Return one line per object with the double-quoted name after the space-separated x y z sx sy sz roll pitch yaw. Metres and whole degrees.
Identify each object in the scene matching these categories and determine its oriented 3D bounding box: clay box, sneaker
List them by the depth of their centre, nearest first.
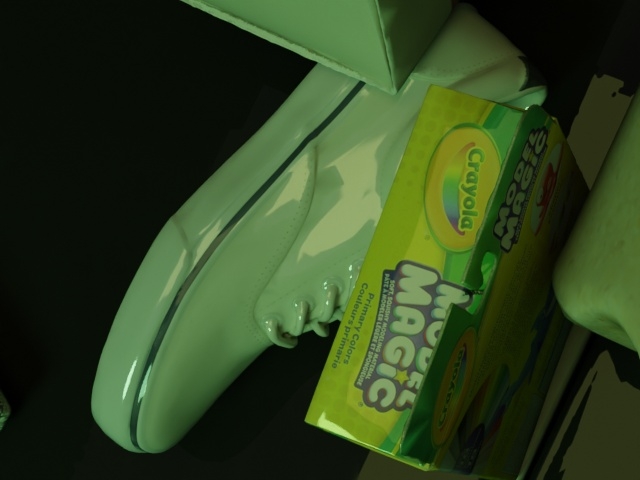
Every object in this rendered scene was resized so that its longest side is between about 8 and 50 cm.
0.058 0.024 0.575 0.053 0.222 0.127 19 85 19 "clay box"
0.000 0.000 0.665 0.091 0.094 0.258 38 91 24 "sneaker"

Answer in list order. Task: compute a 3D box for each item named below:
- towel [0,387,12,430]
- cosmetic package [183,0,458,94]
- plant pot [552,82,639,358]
-0.361 0.068 0.782 0.324 0.056 0.312 -39 71 7 "towel"
0.040 -0.232 0.643 0.153 0.129 0.296 28 74 22 "cosmetic package"
0.247 -0.053 0.506 0.334 0.334 0.305 35 101 20 "plant pot"
